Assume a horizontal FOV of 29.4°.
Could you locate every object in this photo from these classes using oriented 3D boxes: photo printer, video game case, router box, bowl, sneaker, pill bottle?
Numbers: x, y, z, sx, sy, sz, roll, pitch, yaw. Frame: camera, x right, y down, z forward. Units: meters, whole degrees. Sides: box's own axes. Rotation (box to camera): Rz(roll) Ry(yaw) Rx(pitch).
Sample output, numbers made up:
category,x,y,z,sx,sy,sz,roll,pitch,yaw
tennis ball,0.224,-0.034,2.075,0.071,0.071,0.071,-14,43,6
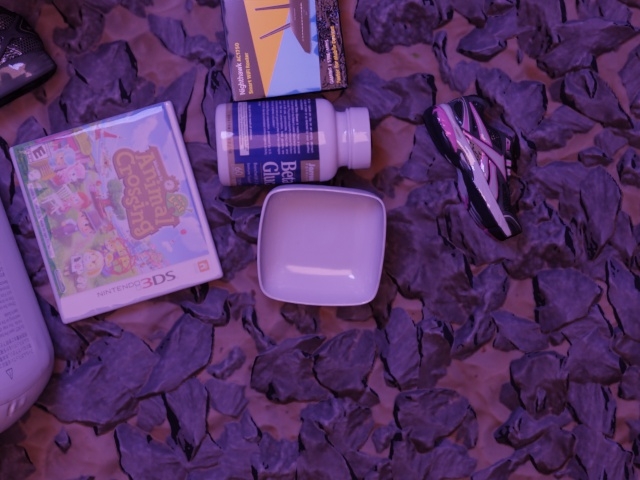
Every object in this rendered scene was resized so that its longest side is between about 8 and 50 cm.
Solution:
category,x,y,z,sx,sy,sz,roll,pitch,yaw
photo printer,-0.403,0.064,1.286,0.107,0.256,0.308,-18,94,18
video game case,-0.232,-0.032,1.397,0.193,0.023,0.213,-17,93,-1
router box,-0.044,-0.252,1.380,0.133,0.046,0.179,-8,93,-1
bowl,0.000,0.000,1.377,0.142,0.053,0.142,4,112,-3
sneaker,-0.422,-0.189,1.355,0.227,0.087,0.130,-30,92,-3
sneaker,0.192,-0.087,1.387,0.077,0.072,0.178,-28,99,-11
pill bottle,-0.030,-0.111,1.363,0.169,0.094,0.094,-3,93,-1
